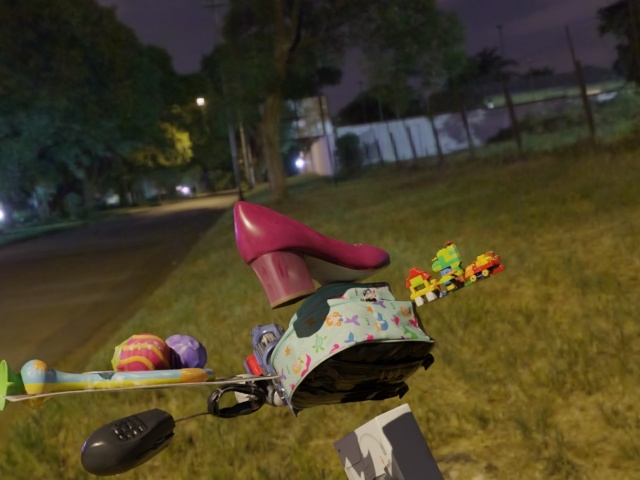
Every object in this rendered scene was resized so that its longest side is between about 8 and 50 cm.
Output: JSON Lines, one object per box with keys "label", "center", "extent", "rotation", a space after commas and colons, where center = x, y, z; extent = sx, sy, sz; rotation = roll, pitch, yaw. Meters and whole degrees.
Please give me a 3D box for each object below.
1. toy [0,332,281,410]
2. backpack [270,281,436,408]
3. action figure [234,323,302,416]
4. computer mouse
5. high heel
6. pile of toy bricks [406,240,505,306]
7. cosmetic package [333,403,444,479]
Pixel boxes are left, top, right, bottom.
{"label": "toy", "center": [-0.173, 0.115, 0.700], "extent": [0.237, 0.056, 0.137], "rotation": [-2, -7, -33]}
{"label": "backpack", "center": [0.043, 0.187, 1.325], "extent": [0.253, 0.191, 0.225], "rotation": [-4, -38, -39]}
{"label": "action figure", "center": [-0.030, 0.310, 1.665], "extent": [0.330, 0.179, 0.341], "rotation": [-14, 26, -5]}
{"label": "computer mouse", "center": [-0.164, 0.224, 0.900], "extent": [0.242, 0.071, 0.041], "rotation": [-14, 33, -34]}
{"label": "high heel", "center": [0.000, 0.000, 1.332], "extent": [0.127, 0.181, 0.377], "rotation": [-28, -9, 28]}
{"label": "pile of toy bricks", "center": [0.292, 0.055, 1.669], "extent": [0.212, 0.105, 0.118], "rotation": [-29, -12, 35]}
{"label": "cosmetic package", "center": [0.187, 0.589, 1.709], "extent": [0.097, 0.377, 0.284], "rotation": [-18, -19, -25]}
